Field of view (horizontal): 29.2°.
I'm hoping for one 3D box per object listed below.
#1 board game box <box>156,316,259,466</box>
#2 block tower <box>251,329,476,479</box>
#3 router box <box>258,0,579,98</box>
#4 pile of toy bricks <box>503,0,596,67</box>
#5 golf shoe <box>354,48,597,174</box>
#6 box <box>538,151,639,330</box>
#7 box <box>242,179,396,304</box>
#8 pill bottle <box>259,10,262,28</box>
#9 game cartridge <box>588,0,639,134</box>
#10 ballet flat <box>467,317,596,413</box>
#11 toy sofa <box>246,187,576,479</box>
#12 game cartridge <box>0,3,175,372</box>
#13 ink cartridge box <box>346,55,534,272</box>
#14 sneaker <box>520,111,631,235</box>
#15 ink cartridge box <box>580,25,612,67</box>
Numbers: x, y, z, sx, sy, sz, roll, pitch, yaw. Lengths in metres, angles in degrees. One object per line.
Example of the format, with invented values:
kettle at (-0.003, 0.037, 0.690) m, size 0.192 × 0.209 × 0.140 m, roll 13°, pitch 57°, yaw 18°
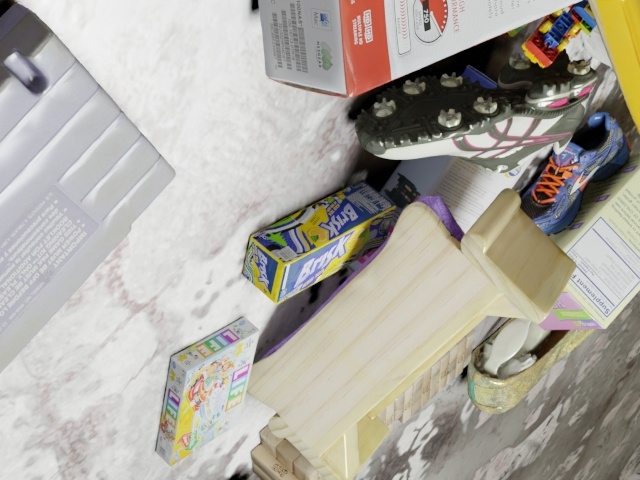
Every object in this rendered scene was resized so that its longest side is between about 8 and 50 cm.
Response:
board game box at (-0.122, 0.163, 1.319) m, size 0.103 × 0.026 × 0.154 m, roll -29°, pitch 146°, yaw -39°
block tower at (0.065, 0.202, 1.590) m, size 0.335 × 0.097 × 0.091 m, roll -40°, pitch 152°, yaw -24°
router box at (0.078, -0.305, 0.853) m, size 0.301 × 0.082 × 0.335 m, roll -28°, pitch 123°, yaw -39°
pile of toy bricks at (0.230, -0.252, 1.291) m, size 0.105 × 0.118 × 0.212 m, roll -39°, pitch -171°, yaw 50°
golf shoe at (0.164, -0.112, 1.263) m, size 0.272 × 0.105 × 0.120 m, roll -16°, pitch 131°, yaw -21°
box at (0.394, 0.002, 1.724) m, size 0.243 × 0.117 × 0.213 m, roll -45°, pitch -175°, yaw -12°
box at (0.000, 0.000, 1.275) m, size 0.169 × 0.054 × 0.059 m, roll -27°, pitch 145°, yaw -38°
pill bottle at (0.062, -0.213, 1.027) m, size 0.221 × 0.121 × 0.121 m, roll -31°, pitch 147°, yaw -35°
game cartridge at (0.385, -0.288, 1.348) m, size 0.324 × 0.052 × 0.285 m, roll 46°, pitch 60°, yaw -53°
ballet flat at (0.359, 0.128, 1.949) m, size 0.348 × 0.123 × 0.123 m, roll -43°, pitch 153°, yaw -15°
toy sofa at (0.090, 0.095, 1.353) m, size 0.362 × 0.177 × 0.150 m, roll -47°, pitch 176°, yaw 31°
game cartridge at (-0.274, 0.024, 0.874) m, size 0.355 × 0.068 × 0.230 m, roll -48°, pitch 157°, yaw -7°
ink cartridge box at (0.162, -0.078, 1.421) m, size 0.311 × 0.065 × 0.186 m, roll -53°, pitch 151°, yaw 10°
sneaker at (0.332, -0.095, 1.670) m, size 0.221 × 0.083 × 0.087 m, roll -47°, pitch 139°, yaw -18°
ink cartridge box at (0.388, -0.288, 1.516) m, size 0.135 × 0.056 × 0.099 m, roll -51°, pitch 154°, yaw -1°
